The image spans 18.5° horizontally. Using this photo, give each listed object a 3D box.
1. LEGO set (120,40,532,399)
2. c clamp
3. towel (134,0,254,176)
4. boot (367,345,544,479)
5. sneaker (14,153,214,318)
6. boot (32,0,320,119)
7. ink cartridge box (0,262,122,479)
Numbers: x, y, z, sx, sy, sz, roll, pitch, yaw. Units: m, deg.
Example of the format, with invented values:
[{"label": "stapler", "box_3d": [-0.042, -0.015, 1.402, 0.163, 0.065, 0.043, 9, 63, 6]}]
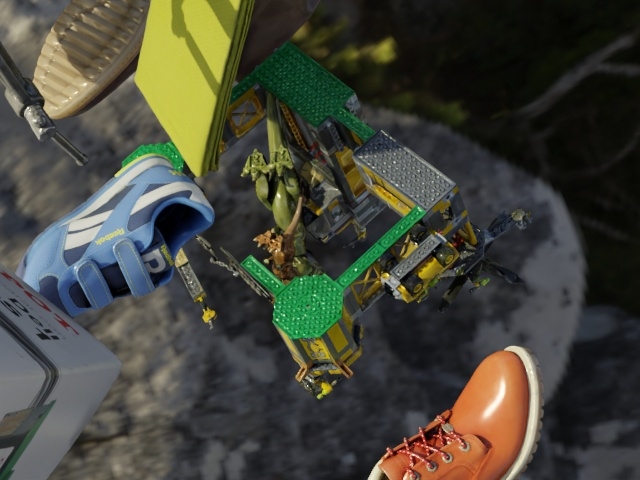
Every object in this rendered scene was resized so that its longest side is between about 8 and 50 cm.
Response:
[{"label": "LEGO set", "box_3d": [0.000, 0.000, 1.732, 0.331, 0.192, 0.255, 31, 71, 32]}, {"label": "c clamp", "box_3d": [-0.190, -0.119, 1.064, 0.022, 0.137, 0.161, -34, 73, -1]}, {"label": "towel", "box_3d": [-0.067, -0.155, 1.165, 0.021, 0.237, 0.102, -12, 51, -27]}, {"label": "boot", "box_3d": [0.081, 0.134, 1.233, 0.084, 0.059, 0.158, 19, 100, -36]}, {"label": "sneaker", "box_3d": [-0.121, 0.009, 1.135, 0.059, 0.053, 0.144, 32, 67, 32]}, {"label": "boot", "box_3d": [-0.117, -0.173, 1.717, 0.248, 0.090, 0.207, -50, 145, 2]}, {"label": "ink cartridge box", "box_3d": [-0.166, 0.026, 0.575, 0.160, 0.219, 0.092, 38, 94, 7]}]
